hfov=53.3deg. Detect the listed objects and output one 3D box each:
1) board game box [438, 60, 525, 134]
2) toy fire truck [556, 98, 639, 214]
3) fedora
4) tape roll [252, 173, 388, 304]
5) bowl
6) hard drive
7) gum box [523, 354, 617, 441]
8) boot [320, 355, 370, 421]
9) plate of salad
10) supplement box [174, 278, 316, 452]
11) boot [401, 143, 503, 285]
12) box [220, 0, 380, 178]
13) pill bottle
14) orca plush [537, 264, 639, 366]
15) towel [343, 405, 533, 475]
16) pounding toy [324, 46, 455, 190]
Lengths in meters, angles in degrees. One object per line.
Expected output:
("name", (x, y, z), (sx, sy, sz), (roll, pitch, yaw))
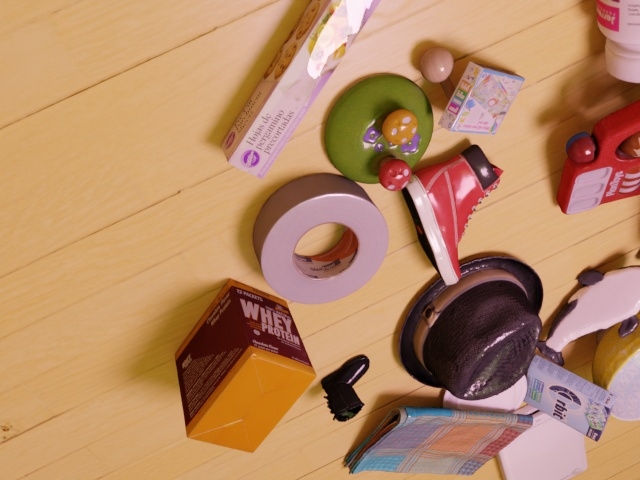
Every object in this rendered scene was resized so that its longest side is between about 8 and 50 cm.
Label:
("board game box", (0.254, -0.218, 0.997), (0.154, 0.026, 0.103), (-8, 130, -50))
("toy fire truck", (0.540, -0.148, 1.078), (0.254, 0.169, 0.302), (-16, 154, 7))
("fedora", (0.325, 0.200, 1.262), (0.334, 0.152, 0.334), (-8, 123, -13))
("tape roll", (0.000, 0.000, 1.063), (0.219, 0.072, 0.219), (-10, 127, -14))
("bowl", (0.729, 0.255, 1.458), (0.289, 0.156, 0.289), (-10, 126, -14))
("hard drive", (0.575, 0.542, 1.665), (0.233, 0.047, 0.353), (-26, 128, -2))
("gum box", (0.554, 0.354, 1.434), (0.041, 0.184, 0.157), (-44, 144, -28))
("boot", (0.061, 0.296, 1.271), (0.121, 0.099, 0.045), (-32, 129, 3))
("plate of salad", (0.373, 0.349, 1.458), (0.200, 0.048, 0.199), (-4, 118, -8))
("supplement box", (-0.134, 0.210, 1.078), (0.129, 0.194, 0.191), (26, 111, -32))
("boot", (0.256, -0.042, 1.126), (0.176, 0.088, 0.244), (-26, 124, -4))
("box", (-0.029, -0.238, 0.896), (0.063, 0.067, 0.324), (25, 112, -31))
("pill bottle", (0.489, -0.387, 0.928), (0.160, 0.160, 0.283), (-23, 127, -4))
("orca plush", (0.605, 0.158, 1.384), (0.102, 0.151, 0.287), (-4, 128, -57))
("towel", (0.273, 0.468, 1.463), (0.370, 0.040, 0.271), (11, 132, -24))
("pounding toy", (0.130, -0.164, 0.978), (0.237, 0.110, 0.183), (-32, 128, 3))
